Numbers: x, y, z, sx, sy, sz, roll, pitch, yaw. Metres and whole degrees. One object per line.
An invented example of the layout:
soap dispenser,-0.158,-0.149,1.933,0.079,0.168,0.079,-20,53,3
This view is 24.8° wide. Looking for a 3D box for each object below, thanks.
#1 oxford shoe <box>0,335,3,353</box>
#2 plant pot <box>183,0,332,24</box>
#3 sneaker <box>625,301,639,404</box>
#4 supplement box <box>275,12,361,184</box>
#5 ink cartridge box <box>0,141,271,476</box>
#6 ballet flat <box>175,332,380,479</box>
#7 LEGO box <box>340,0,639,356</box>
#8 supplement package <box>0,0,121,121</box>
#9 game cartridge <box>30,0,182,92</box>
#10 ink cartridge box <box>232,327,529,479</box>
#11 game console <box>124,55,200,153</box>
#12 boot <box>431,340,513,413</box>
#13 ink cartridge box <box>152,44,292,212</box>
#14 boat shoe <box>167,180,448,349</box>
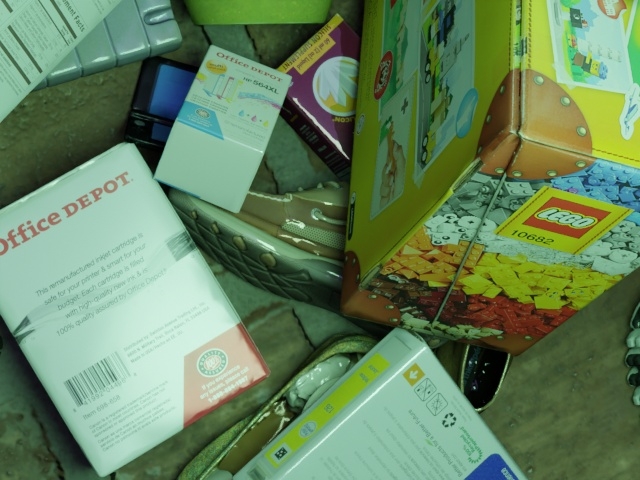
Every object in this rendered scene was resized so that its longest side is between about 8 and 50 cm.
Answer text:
oxford shoe,-0.413,0.167,1.436,0.096,0.083,0.227,31,81,16
plant pot,-0.066,-0.365,1.463,0.275,0.275,0.293,-2,98,-11
sneaker,0.414,0.183,1.574,0.118,0.110,0.292,-16,96,-19
supplement box,0.038,-0.131,1.534,0.104,0.081,0.188,-44,94,-11
ink cartridge box,-0.206,0.068,1.454,0.197,0.114,0.272,-31,91,-11
ballet flat,-0.050,0.229,1.470,0.123,0.123,0.348,44,79,-4
LEGO box,0.185,-0.200,1.337,0.193,0.372,0.500,14,62,-16
supplement package,-0.304,-0.292,1.334,0.199,0.198,0.262,38,78,25
game cartridge,-0.306,-0.336,1.501,0.230,0.068,0.355,-18,89,-8
ink cartridge box,0.055,0.289,1.443,0.307,0.072,0.303,-40,122,-5
game console,-0.135,-0.133,1.510,0.122,0.107,0.071,15,111,-9
boot,0.193,0.042,1.533,0.112,0.115,0.305,17,81,-7
ink cartridge box,-0.093,-0.117,1.440,0.092,0.090,0.143,22,45,-5
boat shoe,0.000,0.000,1.500,0.324,0.123,0.116,25,69,-3
